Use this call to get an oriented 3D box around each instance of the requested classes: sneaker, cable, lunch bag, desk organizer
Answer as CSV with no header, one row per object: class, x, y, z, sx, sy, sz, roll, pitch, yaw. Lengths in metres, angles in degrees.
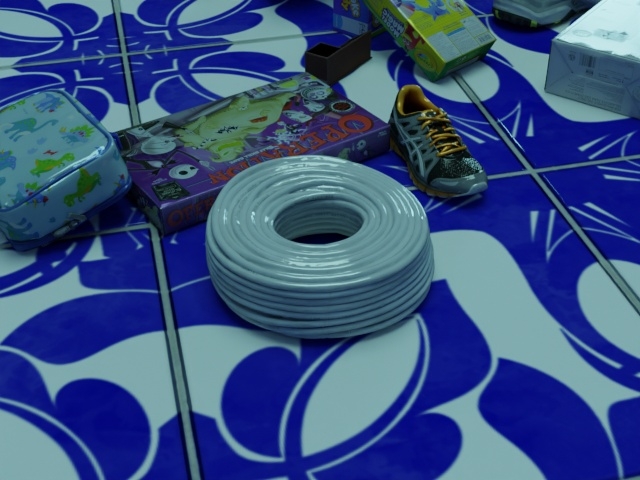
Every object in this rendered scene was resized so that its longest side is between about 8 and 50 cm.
sneaker,0.147,-0.128,1.234,0.084,0.083,0.215,-16,40,-22
cable,0.000,0.000,1.054,0.257,0.089,0.257,4,36,6
lunch bag,-0.342,-0.095,1.165,0.176,0.090,0.219,-35,45,-17
desk organizer,0.029,-0.292,1.483,0.047,0.050,0.130,22,42,27
sneaker,0.466,-0.490,1.667,0.385,0.147,0.145,-27,42,-33

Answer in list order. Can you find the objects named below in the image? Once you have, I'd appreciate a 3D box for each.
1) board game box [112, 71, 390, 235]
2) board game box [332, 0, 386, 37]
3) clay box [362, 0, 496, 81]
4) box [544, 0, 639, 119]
board game box,-0.104,-0.129,1.269,0.347,0.056,0.208,-23,45,-27
board game box,0.158,-0.520,1.639,0.078,0.233,0.347,26,44,31
clay box,0.160,-0.364,1.500,0.127,0.053,0.222,-29,73,-33
box,0.489,-0.301,1.459,0.169,0.087,0.290,23,43,28
